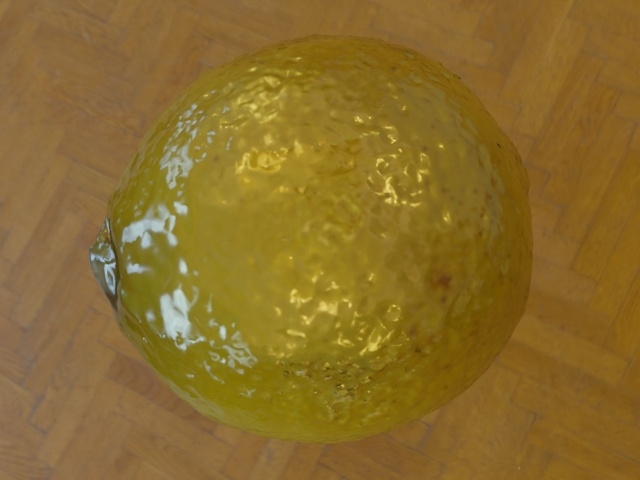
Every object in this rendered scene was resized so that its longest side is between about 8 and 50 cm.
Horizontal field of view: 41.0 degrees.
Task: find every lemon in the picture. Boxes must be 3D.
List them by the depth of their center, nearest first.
[{"bbox_3d":[0.002,0.000,0.573,0.293,0.293,0.292,-3,75,12],"label":"lemon"}]
